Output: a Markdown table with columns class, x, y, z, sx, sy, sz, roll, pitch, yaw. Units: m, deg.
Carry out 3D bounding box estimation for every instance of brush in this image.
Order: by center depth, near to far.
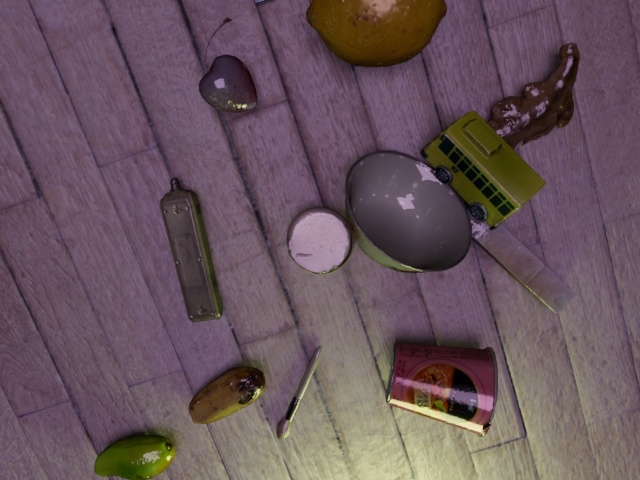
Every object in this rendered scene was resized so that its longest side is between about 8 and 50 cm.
| class | x | y | z | sx | sy | sz | roll | pitch | yaw |
| --- | --- | --- | --- | --- | --- | --- | --- | --- | --- |
| brush | -0.059 | 0.429 | 1.343 | 0.039 | 0.042 | 0.299 | 22 | 97 | -4 |

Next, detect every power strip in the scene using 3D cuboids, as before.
| class | x | y | z | sx | sy | sz | roll | pitch | yaw |
| --- | --- | --- | --- | --- | --- | --- | --- | --- | --- |
| power strip | -0.338 | 0.028 | 1.246 | 0.092 | 0.066 | 0.388 | -9 | 104 | 3 |

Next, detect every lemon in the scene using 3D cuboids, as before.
| class | x | y | z | sx | sy | sz | roll | pitch | yaw |
| --- | --- | --- | --- | --- | --- | --- | --- | --- | --- |
| lemon | 0.120 | -0.513 | 1.038 | 0.310 | 0.258 | 0.258 | -8 | 101 | -2 |

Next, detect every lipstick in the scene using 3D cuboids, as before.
| class | x | y | z | sx | sy | sz | roll | pitch | yaw |
| --- | --- | --- | --- | --- | --- | --- | --- | --- | --- |
| lipstick | 0.499 | 0.040 | 1.242 | 0.371 | 0.080 | 0.076 | 42 | 97 | -8 |

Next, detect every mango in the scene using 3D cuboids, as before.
| class | x | y | z | sx | sy | sz | roll | pitch | yaw |
| --- | --- | --- | --- | --- | --- | --- | --- | --- | --- |
| mango | -0.517 | 0.613 | 1.335 | 0.233 | 0.111 | 0.125 | -18 | 96 | 4 |

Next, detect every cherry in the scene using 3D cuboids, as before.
| class | x | y | z | sx | sy | sz | roll | pitch | yaw |
| --- | --- | --- | --- | --- | --- | --- | --- | --- | --- |
| cherry | -0.202 | -0.394 | 1.136 | 0.148 | 0.115 | 0.188 | 37 | 94 | 12 |

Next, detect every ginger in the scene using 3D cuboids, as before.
| class | x | y | z | sx | sy | sz | roll | pitch | yaw |
| --- | --- | --- | --- | --- | --- | --- | --- | --- | --- |
| ginger | 0.519 | -0.309 | 1.176 | 0.333 | 0.080 | 0.166 | -45 | 114 | 7 |

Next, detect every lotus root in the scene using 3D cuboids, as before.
| class | x | y | z | sx | sy | sz | roll | pitch | yaw |
| --- | --- | --- | --- | --- | --- | --- | --- | --- | --- |
| lotus root | -0.255 | 0.421 | 1.308 | 0.258 | 0.097 | 0.110 | -30 | 93 | 13 |

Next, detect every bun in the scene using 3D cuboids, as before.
| class | x | y | z | sx | sy | sz | roll | pitch | yaw |
| --- | --- | --- | --- | --- | --- | --- | --- | --- | --- |
| bun | 0.000 | 0.000 | 1.211 | 0.172 | 0.120 | 0.173 | 0 | 94 | -1 |

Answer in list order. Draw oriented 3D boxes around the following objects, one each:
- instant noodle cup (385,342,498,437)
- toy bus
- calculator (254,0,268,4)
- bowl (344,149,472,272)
| class | x | y | z | sx | sy | sz | roll | pitch | yaw |
| --- | --- | --- | --- | --- | --- | --- | --- | --- | --- |
| instant noodle cup | 0.307 | 0.371 | 1.246 | 0.255 | 0.244 | 0.244 | 8 | 101 | 7 |
| toy bus | 0.380 | -0.173 | 1.125 | 0.128 | 0.150 | 0.262 | -37 | 81 | -24 |
| calculator | -0.154 | -0.654 | 1.130 | 0.057 | 0.018 | 0.172 | -17 | 101 | 2 |
| bowl | 0.183 | -0.039 | 1.157 | 0.337 | 0.337 | 0.157 | 28 | 141 | -6 |
